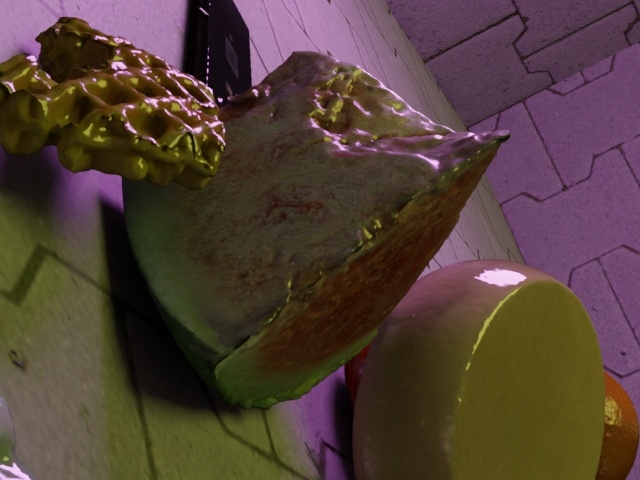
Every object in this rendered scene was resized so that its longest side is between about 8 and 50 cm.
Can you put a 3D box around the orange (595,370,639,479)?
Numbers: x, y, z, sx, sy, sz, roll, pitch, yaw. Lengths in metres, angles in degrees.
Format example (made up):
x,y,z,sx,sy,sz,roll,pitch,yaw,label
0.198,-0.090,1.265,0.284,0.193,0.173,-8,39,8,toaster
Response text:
x,y,z,sx,sy,sz,roll,pitch,yaw,label
0.316,0.251,1.561,0.206,0.206,0.206,58,14,-24,orange

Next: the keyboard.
x,y,z,sx,sy,sz,roll,pitch,yaw,label
-0.096,-0.173,1.143,0.106,0.027,0.317,60,13,-31,keyboard

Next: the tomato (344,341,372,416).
x,y,z,sx,sy,sz,roll,pitch,yaw,label
0.078,0.138,1.080,0.189,0.099,0.173,-43,127,-39,tomato

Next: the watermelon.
x,y,z,sx,sy,sz,roll,pitch,yaw,label
0.000,0.000,0.799,0.193,0.232,0.310,30,15,35,watermelon

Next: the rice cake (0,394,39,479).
x,y,z,sx,sy,sz,roll,pitch,yaw,label
-0.150,0.100,0.371,0.085,0.040,0.226,63,13,-1,rice cake

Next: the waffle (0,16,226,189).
x,y,z,sx,sy,sz,roll,pitch,yaw,label
-0.125,-0.085,0.699,0.149,0.051,0.194,22,21,-15,waffle

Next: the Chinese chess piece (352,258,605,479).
x,y,z,sx,sy,sz,roll,pitch,yaw,label
0.137,0.149,0.992,0.273,0.102,0.273,-5,96,-50,Chinese chess piece
